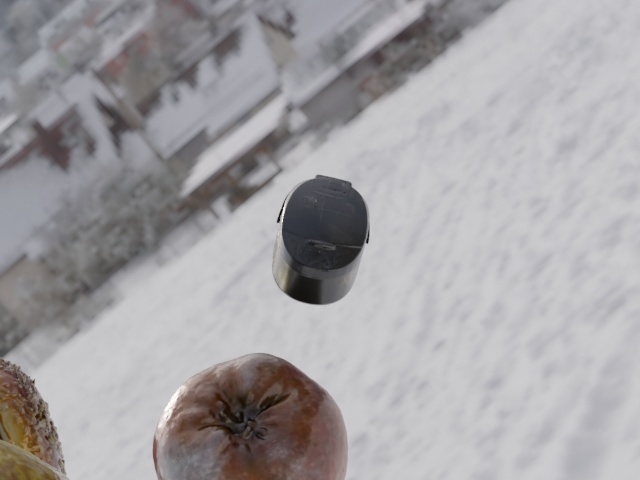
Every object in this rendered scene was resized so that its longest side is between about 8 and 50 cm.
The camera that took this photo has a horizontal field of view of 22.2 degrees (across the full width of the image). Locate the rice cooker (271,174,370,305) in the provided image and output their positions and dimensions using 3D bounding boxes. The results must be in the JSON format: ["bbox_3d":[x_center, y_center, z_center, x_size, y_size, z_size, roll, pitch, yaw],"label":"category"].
[{"bbox_3d":[0.000,0.000,1.934,0.165,0.112,0.106,-77,1,-53],"label":"rice cooker"}]

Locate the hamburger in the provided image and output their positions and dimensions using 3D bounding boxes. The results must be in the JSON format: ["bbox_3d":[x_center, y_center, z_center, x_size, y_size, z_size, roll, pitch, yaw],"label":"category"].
[{"bbox_3d":[-0.500,0.310,2.419,0.225,0.291,0.291,-22,7,-16],"label":"hamburger"}]

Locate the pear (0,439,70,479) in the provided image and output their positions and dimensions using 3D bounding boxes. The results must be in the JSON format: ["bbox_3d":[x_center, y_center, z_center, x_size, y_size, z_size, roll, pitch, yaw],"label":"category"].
[{"bbox_3d":[-0.331,0.297,1.442,0.280,0.281,0.281,-38,12,10],"label":"pear"}]

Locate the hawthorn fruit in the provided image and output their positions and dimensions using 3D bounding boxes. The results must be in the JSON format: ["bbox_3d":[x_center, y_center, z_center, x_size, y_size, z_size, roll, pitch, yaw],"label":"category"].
[{"bbox_3d":[-0.077,0.253,1.953,0.235,0.231,0.263,-32,-9,8],"label":"hawthorn fruit"}]
